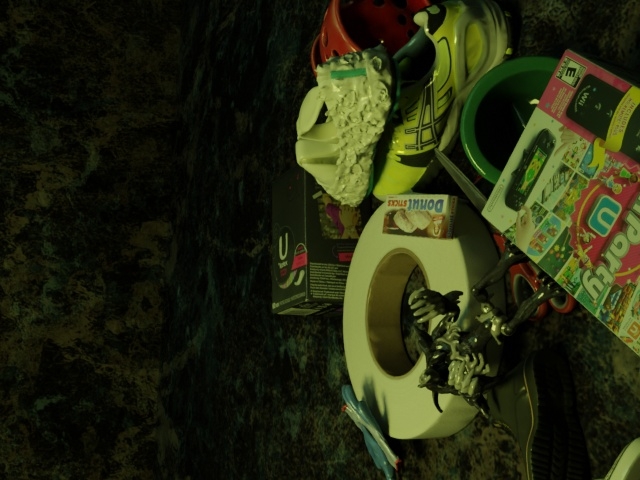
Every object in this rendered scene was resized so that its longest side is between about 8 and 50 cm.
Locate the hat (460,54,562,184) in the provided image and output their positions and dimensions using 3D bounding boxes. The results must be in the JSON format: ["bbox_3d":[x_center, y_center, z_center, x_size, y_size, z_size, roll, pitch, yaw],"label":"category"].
[{"bbox_3d":[0.286,-0.154,1.141,0.208,0.183,0.173,-4,94,22],"label":"hat"}]

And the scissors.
[{"bbox_3d":[0.244,-0.027,1.117,0.297,0.021,0.109,65,151,19],"label":"scissors"}]

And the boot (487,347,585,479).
[{"bbox_3d":[0.265,0.251,1.069,0.137,0.077,0.198,132,150,-59],"label":"boot"}]

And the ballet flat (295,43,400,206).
[{"bbox_3d":[0.025,-0.171,1.314,0.409,0.147,0.147,103,163,-67],"label":"ballet flat"}]

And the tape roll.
[{"bbox_3d":[0.150,0.116,1.329,0.392,0.072,0.392,-175,90,-66],"label":"tape roll"}]

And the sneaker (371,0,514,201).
[{"bbox_3d":[0.147,-0.218,1.312,0.145,0.147,0.385,-111,33,-40],"label":"sneaker"}]

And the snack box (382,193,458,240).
[{"bbox_3d":[0.147,-0.037,1.257,0.178,0.022,0.064,-173,91,-65],"label":"snack box"}]

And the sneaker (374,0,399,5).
[{"bbox_3d":[0.132,-0.507,1.459,0.135,0.097,0.276,-129,51,-60],"label":"sneaker"}]

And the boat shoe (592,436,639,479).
[{"bbox_3d":[0.316,0.302,0.924,0.070,0.077,0.219,-134,52,-57],"label":"boat shoe"}]

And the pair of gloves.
[{"bbox_3d":[0.080,0.318,1.370,0.159,0.023,0.198,54,167,24],"label":"pair of gloves"}]

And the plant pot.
[{"bbox_3d":[0.087,-0.331,1.427,0.174,0.191,0.191,128,140,-63],"label":"plant pot"}]

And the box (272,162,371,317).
[{"bbox_3d":[0.000,0.000,1.590,0.165,0.143,0.270,151,121,-60],"label":"box"}]

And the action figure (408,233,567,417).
[{"bbox_3d":[0.185,0.118,1.063,0.164,0.141,0.276,53,124,34],"label":"action figure"}]

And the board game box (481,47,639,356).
[{"bbox_3d":[0.332,-0.044,0.892,0.303,0.097,0.224,52,126,49],"label":"board game box"}]
